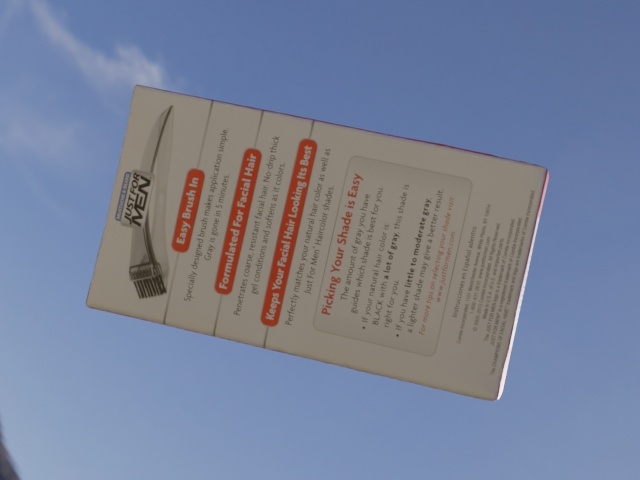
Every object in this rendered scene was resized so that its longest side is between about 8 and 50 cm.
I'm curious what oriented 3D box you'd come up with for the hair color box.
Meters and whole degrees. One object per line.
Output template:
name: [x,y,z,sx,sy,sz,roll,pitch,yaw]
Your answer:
hair color box: [0.000,0.000,0.520,0.167,0.093,0.053,13,0,10]
